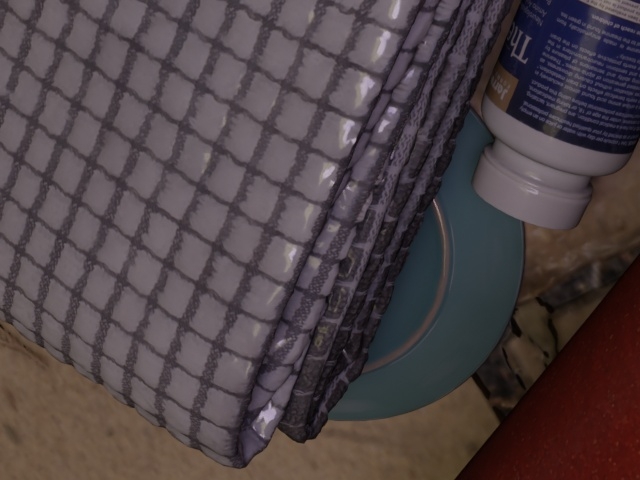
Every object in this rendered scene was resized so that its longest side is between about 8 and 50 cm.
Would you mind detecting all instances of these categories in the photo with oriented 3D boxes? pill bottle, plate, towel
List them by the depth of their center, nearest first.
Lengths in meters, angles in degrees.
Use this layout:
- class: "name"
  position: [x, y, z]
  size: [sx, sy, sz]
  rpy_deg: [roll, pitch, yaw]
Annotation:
- class: "pill bottle"
  position: [0.105, -0.068, 0.627]
  size: [0.067, 0.067, 0.120]
  rpy_deg: [25, 112, 10]
- class: "towel"
  position: [-0.052, -0.083, 0.631]
  size: [0.235, 0.121, 0.284]
  rpy_deg: [32, 112, 25]
- class: "plate"
  position: [0.000, 0.000, 0.707]
  size: [0.188, 0.024, 0.188]
  rpy_deg: [5, 107, 17]

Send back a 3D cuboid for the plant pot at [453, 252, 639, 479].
- class: "plant pot"
  position: [0.166, 0.111, 0.517]
  size: [0.272, 0.272, 0.265]
  rpy_deg: [41, 121, 3]
